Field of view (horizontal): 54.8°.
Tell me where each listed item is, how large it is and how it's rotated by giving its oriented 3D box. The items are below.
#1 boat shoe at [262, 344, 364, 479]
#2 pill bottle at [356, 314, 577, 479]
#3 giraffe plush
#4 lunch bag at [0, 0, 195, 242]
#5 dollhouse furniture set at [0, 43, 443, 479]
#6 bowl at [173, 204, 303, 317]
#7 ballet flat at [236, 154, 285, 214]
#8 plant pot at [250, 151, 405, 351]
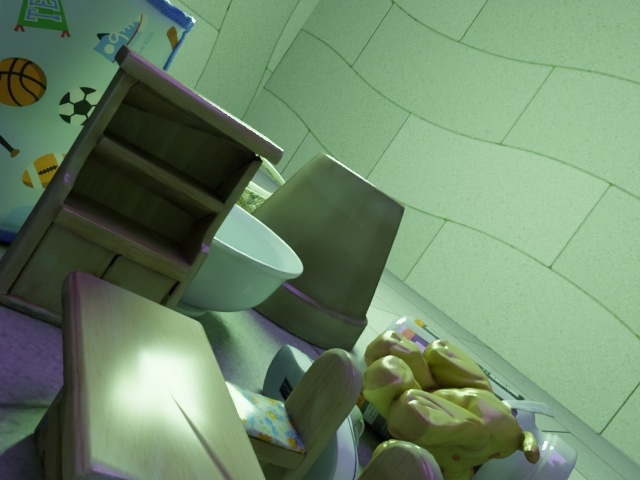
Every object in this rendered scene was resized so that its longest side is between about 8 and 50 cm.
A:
[{"bbox_3d":[0.005,0.186,0.647,0.084,0.095,0.258,27,10,-18],"label":"boat shoe"},{"bbox_3d":[0.177,0.238,0.818,0.278,0.162,0.162,37,7,19],"label":"pill bottle"},{"bbox_3d":[0.122,0.224,0.678,0.210,0.170,0.181,21,22,-4],"label":"giraffe plush"},{"bbox_3d":[-0.368,-0.200,0.624,0.386,0.327,0.239,29,9,-27],"label":"lunch bag"},{"bbox_3d":[-0.119,0.031,0.465,0.362,0.256,0.394,30,8,-30],"label":"dollhouse furniture set"},{"bbox_3d":[-0.181,0.009,0.833,0.298,0.134,0.298,34,6,-4],"label":"bowl"},{"bbox_3d":[-0.237,-0.170,1.620,0.483,0.182,0.164,30,9,-27],"label":"ballet flat"},{"bbox_3d":[0.000,0.000,1.151,0.323,0.280,0.323,32,7,-4],"label":"plant pot"}]
